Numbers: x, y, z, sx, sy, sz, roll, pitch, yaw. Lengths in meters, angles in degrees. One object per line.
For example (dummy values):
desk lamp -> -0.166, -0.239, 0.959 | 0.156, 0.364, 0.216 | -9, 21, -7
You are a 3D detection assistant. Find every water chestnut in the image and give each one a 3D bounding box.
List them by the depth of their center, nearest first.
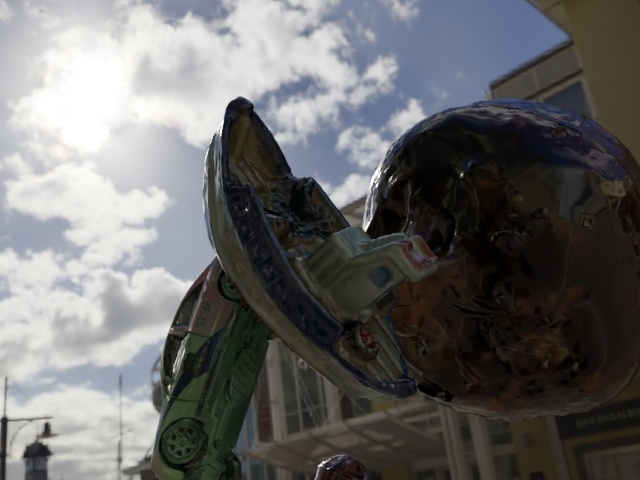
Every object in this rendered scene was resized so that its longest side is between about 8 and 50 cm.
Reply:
water chestnut -> 0.164, 0.026, 0.705 | 0.335, 0.335, 0.347 | -25, -7, 37

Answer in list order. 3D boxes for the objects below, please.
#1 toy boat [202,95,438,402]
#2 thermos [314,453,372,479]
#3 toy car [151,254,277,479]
toy boat -> 0.000, 0.000, 0.535 | 0.115, 0.262, 0.114 | -48, -16, 27
thermos -> -0.037, 0.430, 0.906 | 0.136, 0.330, 0.109 | 30, -15, -17
toy car -> -0.090, 0.104, 0.589 | 0.076, 0.224, 0.090 | 8, -28, 18
